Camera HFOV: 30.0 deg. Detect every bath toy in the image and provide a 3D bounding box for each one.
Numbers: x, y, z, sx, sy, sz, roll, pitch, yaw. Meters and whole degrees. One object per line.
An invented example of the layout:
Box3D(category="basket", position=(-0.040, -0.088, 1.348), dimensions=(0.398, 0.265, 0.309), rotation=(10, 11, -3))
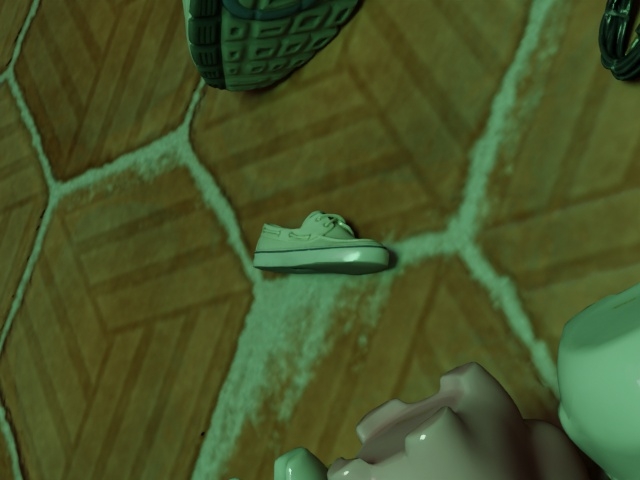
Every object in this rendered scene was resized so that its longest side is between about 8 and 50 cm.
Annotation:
Box3D(category="bath toy", position=(0.058, 0.125, 0.510), dimensions=(0.348, 0.151, 0.129), rotation=(-31, 94, 30))

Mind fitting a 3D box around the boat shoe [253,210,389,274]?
Box3D(category="boat shoe", position=(0.000, 0.000, 0.670), dimensions=(0.100, 0.035, 0.035), rotation=(-3, 78, 50))

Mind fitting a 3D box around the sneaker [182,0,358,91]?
Box3D(category="sneaker", position=(-0.034, -0.230, 0.688), dimensions=(0.129, 0.111, 0.297), rotation=(50, 138, 48))

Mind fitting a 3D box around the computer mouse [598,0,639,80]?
Box3D(category="computer mouse", position=(0.206, -0.172, 0.531), dimensions=(0.242, 0.041, 0.071), rotation=(-56, 37, 24))
